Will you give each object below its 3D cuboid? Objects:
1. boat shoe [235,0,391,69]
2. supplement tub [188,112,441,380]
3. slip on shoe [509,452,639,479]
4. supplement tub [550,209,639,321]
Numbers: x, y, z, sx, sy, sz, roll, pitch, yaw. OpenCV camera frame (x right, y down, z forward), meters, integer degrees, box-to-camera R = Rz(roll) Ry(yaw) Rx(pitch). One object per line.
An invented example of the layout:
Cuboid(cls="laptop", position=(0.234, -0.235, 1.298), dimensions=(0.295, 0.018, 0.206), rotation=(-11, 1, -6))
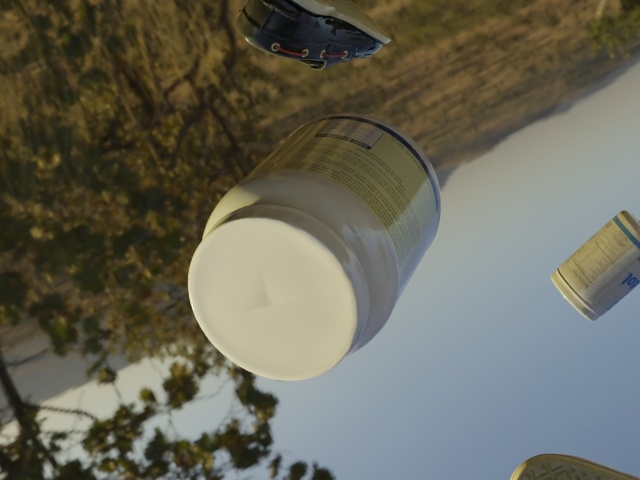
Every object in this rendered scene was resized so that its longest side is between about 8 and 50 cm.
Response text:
Cuboid(cls="boat shoe", position=(-0.002, -0.120, 0.588), dimensions=(0.042, 0.049, 0.133), rotation=(-53, 160, 19))
Cuboid(cls="supplement tub", position=(0.000, 0.000, 1.260), dimensions=(0.235, 0.235, 0.325), rotation=(-26, -168, 29))
Cuboid(cls="slip on shoe", position=(0.340, 0.297, 1.026), dimensions=(0.101, 0.331, 0.123), rotation=(65, 46, -79))
Cuboid(cls="supplement tub", position=(0.307, 0.027, 1.115), dimensions=(0.107, 0.071, 0.071), rotation=(-46, 175, 17))
